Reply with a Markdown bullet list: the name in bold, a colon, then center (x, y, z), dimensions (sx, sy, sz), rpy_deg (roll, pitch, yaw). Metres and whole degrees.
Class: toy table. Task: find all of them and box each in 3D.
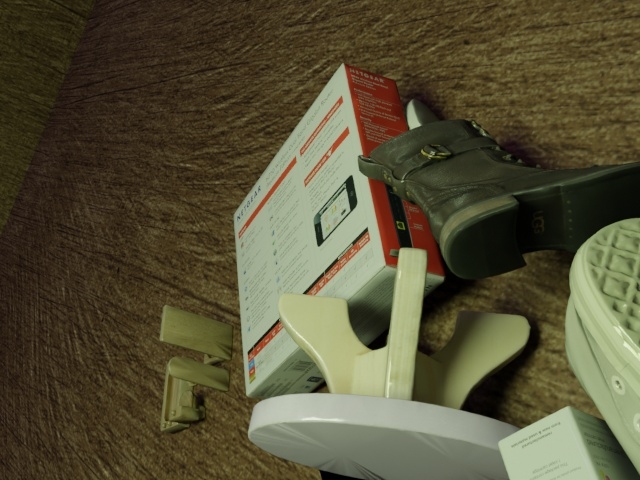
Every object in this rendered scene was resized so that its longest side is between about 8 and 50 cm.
- **toy table**: center (0.079, 0.138, 0.743), dimensions (0.252, 0.275, 0.160), rpy_deg (110, 171, -58)

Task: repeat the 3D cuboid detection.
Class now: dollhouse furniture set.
- **dollhouse furniture set**: center (-0.234, 0.205, 1.176), dimensions (0.151, 0.123, 0.144), rpy_deg (-28, 50, 40)

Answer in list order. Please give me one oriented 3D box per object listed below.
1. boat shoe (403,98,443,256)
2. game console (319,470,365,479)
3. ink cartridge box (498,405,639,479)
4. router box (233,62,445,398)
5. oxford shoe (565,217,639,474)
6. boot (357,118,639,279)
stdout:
- **boat shoe**: center (0.130, -0.080, 0.918), dimensions (0.070, 0.078, 0.219), rpy_deg (-39, 46, 31)
- **game console**: center (0.005, 0.371, 0.855), dimensions (0.361, 0.044, 0.213), rpy_deg (-47, 39, 23)
- **ink cartridge box**: center (0.225, 0.232, 0.583), dimensions (0.072, 0.127, 0.175), rpy_deg (-39, 45, 29)
- **router box**: center (0.000, 0.000, 0.966), dimensions (0.335, 0.082, 0.301), rpy_deg (-48, 40, 44)
- **oxford shoe**: center (0.310, 0.182, 0.520), dimensions (0.130, 0.169, 0.449), rpy_deg (87, 164, -52)
- **boot**: center (0.187, -0.069, 0.747), dimensions (0.229, 0.263, 0.091), rpy_deg (-113, 15, -57)
